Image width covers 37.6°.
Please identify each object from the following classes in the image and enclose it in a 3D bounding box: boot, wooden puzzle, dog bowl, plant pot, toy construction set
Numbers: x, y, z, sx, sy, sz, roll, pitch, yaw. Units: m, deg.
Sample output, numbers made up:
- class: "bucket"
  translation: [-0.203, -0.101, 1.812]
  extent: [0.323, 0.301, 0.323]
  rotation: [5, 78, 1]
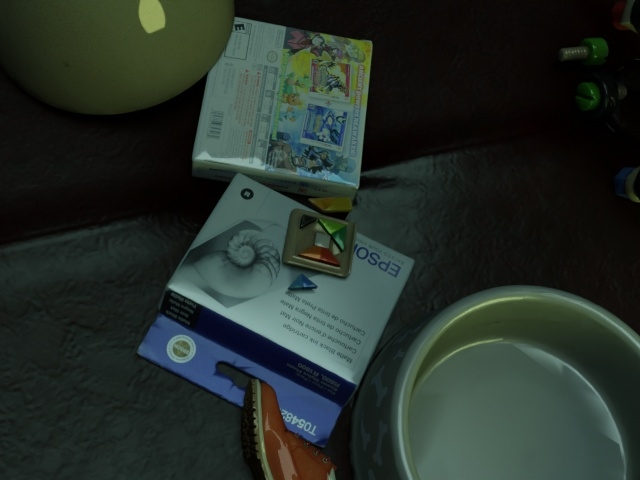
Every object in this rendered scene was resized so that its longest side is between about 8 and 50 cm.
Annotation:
- class: "boot"
  translation: [-0.030, 0.208, 0.914]
  extent: [0.084, 0.059, 0.158]
  rotation: [-9, 76, -18]
- class: "wooden puzzle"
  translation: [0.000, 0.000, 0.985]
  extent: [0.078, 0.014, 0.116]
  rotation: [6, 61, -8]
- class: "dog bowl"
  translation: [0.207, 0.202, 0.934]
  extent: [0.348, 0.102, 0.349]
  rotation: [4, 64, -9]
- class: "plant pot"
  translation: [-0.242, -0.307, 1.013]
  extent: [0.284, 0.191, 0.284]
  rotation: [0, 63, 0]
- class: "toy construction set"
  translation: [0.477, -0.186, 1.072]
  extent: [0.237, 0.309, 0.257]
  rotation: [-8, 75, -19]

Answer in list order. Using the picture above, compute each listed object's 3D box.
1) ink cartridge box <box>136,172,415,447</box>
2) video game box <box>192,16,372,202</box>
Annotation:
- class: "ink cartridge box"
  translation: [-0.043, 0.067, 0.980]
  extent: [0.223, 0.045, 0.224]
  rotation: [26, 63, 2]
- class: "video game box"
  translation: [-0.041, -0.154, 1.083]
  extent: [0.187, 0.048, 0.205]
  rotation: [9, 64, -4]
